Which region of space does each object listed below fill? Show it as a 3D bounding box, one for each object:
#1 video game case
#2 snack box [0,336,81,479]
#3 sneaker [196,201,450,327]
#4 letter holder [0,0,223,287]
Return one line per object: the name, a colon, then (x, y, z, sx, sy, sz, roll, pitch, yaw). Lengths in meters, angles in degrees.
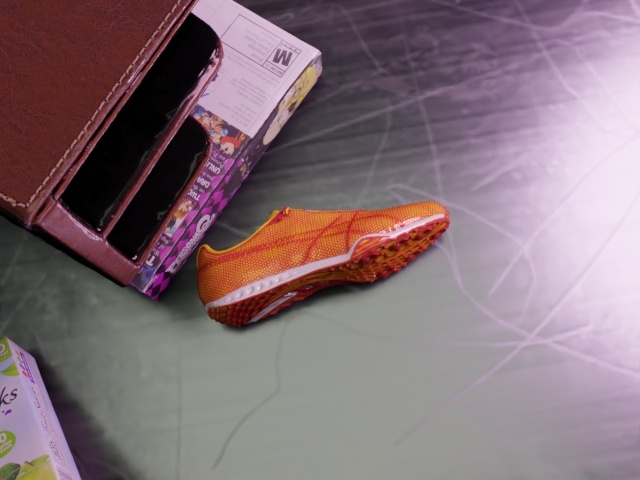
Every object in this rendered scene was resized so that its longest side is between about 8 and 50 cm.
video game case: (-0.151, -0.105, 0.560, 0.232, 0.042, 0.210, 32, 80, 11)
snack box: (-0.208, 0.141, 0.473, 0.100, 0.037, 0.141, -34, 49, -7)
sneaker: (0.000, 0.000, 0.514, 0.175, 0.064, 0.067, -16, 65, -3)
letter holder: (-0.205, -0.146, 0.476, 0.302, 0.152, 0.214, 29, 79, 11)
